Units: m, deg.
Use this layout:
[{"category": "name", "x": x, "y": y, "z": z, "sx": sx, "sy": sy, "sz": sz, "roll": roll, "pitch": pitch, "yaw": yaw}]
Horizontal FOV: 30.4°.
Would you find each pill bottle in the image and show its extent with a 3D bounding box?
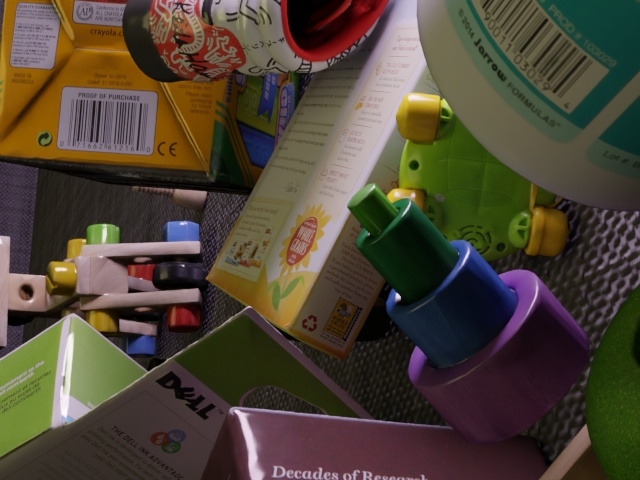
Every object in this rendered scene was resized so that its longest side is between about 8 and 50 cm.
[{"category": "pill bottle", "x": 0.147, "y": -0.131, "z": 0.374, "sx": 0.264, "sy": 0.146, "sz": 0.146, "roll": 128, "pitch": 144, "yaw": -53}]

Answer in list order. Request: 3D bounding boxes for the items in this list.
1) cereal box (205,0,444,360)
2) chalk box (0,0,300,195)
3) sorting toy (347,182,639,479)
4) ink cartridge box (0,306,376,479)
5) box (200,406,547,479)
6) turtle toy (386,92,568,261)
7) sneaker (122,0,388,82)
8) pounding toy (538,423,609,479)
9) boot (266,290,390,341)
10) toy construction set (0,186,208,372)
[{"category": "cereal box", "x": 0.023, "y": -0.059, "z": 0.721, "sx": 0.240, "sy": 0.047, "sz": 0.173, "roll": -62, "pitch": 21, "yaw": -2}, {"category": "chalk box", "x": -0.118, "y": -0.132, "z": 0.965, "sx": 0.289, "sy": 0.180, "sz": 0.179, "roll": 4, "pitch": -88, "yaw": -79}, {"category": "sorting toy", "x": 0.115, "y": -0.008, "z": 0.326, "sx": 0.127, "sy": 0.126, "sz": 0.365, "roll": -50, "pitch": 17, "yaw": -26}, {"category": "ink cartridge box", "x": -0.091, "y": 0.125, "z": 0.721, "sx": 0.255, "sy": 0.189, "sz": 0.097, "roll": -32, "pitch": 36, "yaw": 17}, {"category": "box", "x": 0.027, "y": 0.211, "z": 0.539, "sx": 0.203, "sy": 0.167, "sz": 0.169, "roll": -108, "pitch": 32, "yaw": -50}, {"category": "turtle toy", "x": 0.084, "y": -0.048, "z": 0.613, "sx": 0.066, "sy": 0.095, "sz": 0.130, "roll": 6, "pitch": -88, "yaw": -89}, {"category": "sneaker", "x": 0.005, "y": -0.192, "z": 0.767, "sx": 0.145, "sy": 0.090, "sz": 0.270, "roll": 5, "pitch": 42, "yaw": 40}, {"category": "pounding toy", "x": 0.153, "y": 0.108, "z": 0.337, "sx": 0.181, "sy": 0.094, "sz": 0.206, "roll": -46, "pitch": 15, "yaw": -13}, {"category": "boot", "x": 0.000, "y": 0.000, "z": 0.834, "sx": 0.198, "sy": 0.076, "sz": 0.137, "roll": 168, "pitch": 114, "yaw": -67}, {"category": "toy construction set", "x": -0.254, "y": 0.016, "z": 1.266, "sx": 0.257, "sy": 0.237, "sz": 0.309, "roll": -147, "pitch": 67, "yaw": -68}]
